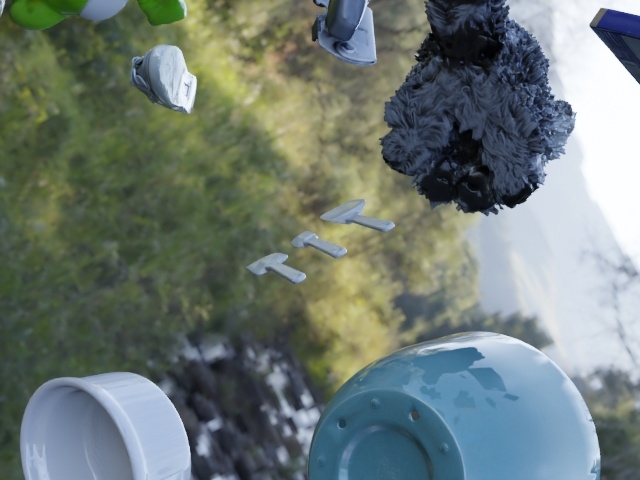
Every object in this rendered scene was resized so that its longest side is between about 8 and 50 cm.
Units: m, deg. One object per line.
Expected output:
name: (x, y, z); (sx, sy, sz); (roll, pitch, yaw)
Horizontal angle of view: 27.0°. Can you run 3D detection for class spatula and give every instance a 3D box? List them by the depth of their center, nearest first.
spatula: (0.000, 0.000, 1.618); (0.019, 0.168, 0.242); (63, -10, -10)

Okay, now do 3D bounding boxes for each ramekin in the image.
ramekin: (-0.329, 0.336, 2.066); (0.135, 0.277, 0.277); (-11, 71, -49)

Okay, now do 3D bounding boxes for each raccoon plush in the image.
raccoon plush: (0.249, -0.233, 1.676); (0.299, 0.216, 0.446); (-43, 154, -53)

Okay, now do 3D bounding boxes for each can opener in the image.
can opener: (0.032, -0.310, 1.584); (0.074, 0.093, 0.280); (17, 41, -19)

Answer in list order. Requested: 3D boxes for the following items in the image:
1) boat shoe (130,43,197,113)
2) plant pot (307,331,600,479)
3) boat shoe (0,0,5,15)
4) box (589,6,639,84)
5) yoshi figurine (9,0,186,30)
boat shoe: (-0.241, -0.236, 1.965); (0.227, 0.081, 0.079); (56, 45, -81)
plant pot: (0.122, 0.245, 1.440); (0.235, 0.293, 0.293); (5, 55, -58)
boat shoe: (-0.508, -0.387, 1.746); (0.324, 0.122, 0.120); (71, 22, -43)
box: (0.451, -0.220, 1.656); (0.136, 0.036, 0.225); (39, -4, -36)
yoshi figurine: (-0.195, -0.350, 1.551); (0.203, 0.362, 0.203); (46, 29, -64)
